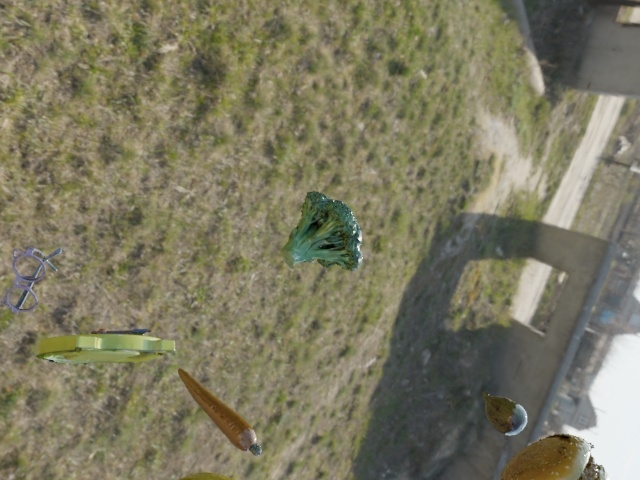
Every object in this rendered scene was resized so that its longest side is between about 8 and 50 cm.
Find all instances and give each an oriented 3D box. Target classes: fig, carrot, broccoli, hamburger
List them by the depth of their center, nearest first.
[{"bbox_3d":[0.401,0.426,1.044,0.182,0.117,0.191,-19,161,-43],"label":"hamburger"},{"bbox_3d":[-0.278,0.456,1.593,0.069,0.336,0.069,-43,159,-21],"label":"carrot"},{"bbox_3d":[0.000,0.000,1.792,0.269,0.269,0.254,-45,157,-37],"label":"broccoli"},{"bbox_3d":[0.553,0.519,1.802,0.103,0.154,0.109,-7,137,-43],"label":"fig"}]

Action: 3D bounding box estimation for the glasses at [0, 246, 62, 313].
[{"bbox_3d":[-0.517,0.052,1.071,0.103,0.063,0.139,-92,-155,-61],"label":"glasses"}]

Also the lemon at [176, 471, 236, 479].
[{"bbox_3d":[-0.210,0.518,1.058,0.192,0.231,0.192,9,80,-61],"label":"lemon"}]

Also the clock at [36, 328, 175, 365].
[{"bbox_3d":[-0.511,0.243,1.390,0.277,0.294,0.071,15,64,-47],"label":"clock"}]
